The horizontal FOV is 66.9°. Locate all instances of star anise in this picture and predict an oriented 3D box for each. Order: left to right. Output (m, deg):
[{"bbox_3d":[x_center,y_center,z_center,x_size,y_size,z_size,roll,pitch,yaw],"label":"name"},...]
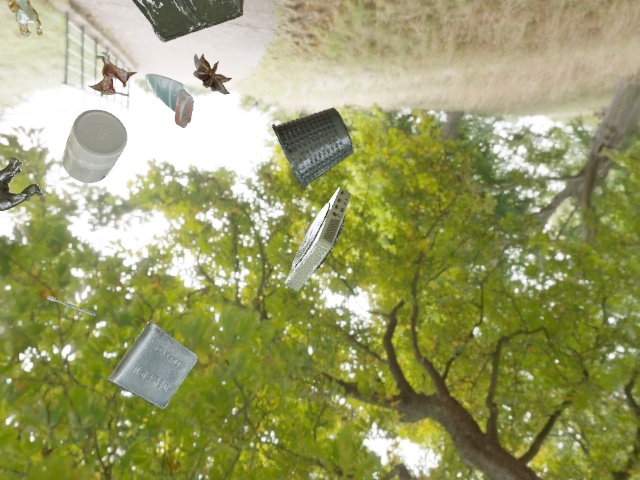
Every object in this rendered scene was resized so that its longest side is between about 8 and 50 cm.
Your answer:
[{"bbox_3d":[-0.312,-0.466,1.367,0.141,0.042,0.141,34,-139,-37],"label":"star anise"}]

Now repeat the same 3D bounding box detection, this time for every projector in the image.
[{"bbox_3d":[0.000,0.000,1.493,0.079,0.259,0.257,28,-133,-7],"label":"projector"}]

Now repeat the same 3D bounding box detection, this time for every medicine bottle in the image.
[{"bbox_3d":[-0.465,-0.188,0.993,0.105,0.105,0.168,-3,169,-35],"label":"medicine bottle"}]

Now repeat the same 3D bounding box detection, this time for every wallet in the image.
[{"bbox_3d":[-0.409,0.315,1.210,0.036,0.222,0.167,18,-116,29],"label":"wallet"}]

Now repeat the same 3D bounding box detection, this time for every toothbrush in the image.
[{"bbox_3d":[-0.862,0.228,1.680,0.167,0.011,0.014,24,-174,-13],"label":"toothbrush"}]

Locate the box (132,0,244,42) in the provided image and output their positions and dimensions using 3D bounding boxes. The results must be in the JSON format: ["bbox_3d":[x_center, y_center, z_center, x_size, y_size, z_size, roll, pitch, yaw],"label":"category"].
[{"bbox_3d":[-0.340,-0.738,1.248,0.251,0.345,0.204,-10,153,15],"label":"box"}]

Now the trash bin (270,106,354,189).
[{"bbox_3d":[-0.010,-0.230,1.161,0.161,0.175,0.175,-24,-156,3],"label":"trash bin"}]

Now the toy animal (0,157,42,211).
[{"bbox_3d":[-0.895,-0.166,1.333,0.245,0.114,0.146,24,-119,7],"label":"toy animal"}]

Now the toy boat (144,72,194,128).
[{"bbox_3d":[-0.274,-0.263,0.849,0.122,0.096,0.034,44,-125,7],"label":"toy boat"}]

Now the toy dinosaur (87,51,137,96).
[{"bbox_3d":[-0.512,-0.398,1.176,0.220,0.108,0.032,2,-168,39],"label":"toy dinosaur"}]

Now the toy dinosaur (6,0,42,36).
[{"bbox_3d":[-0.578,-0.481,0.921,0.057,0.212,0.142,-26,-130,-29],"label":"toy dinosaur"}]
